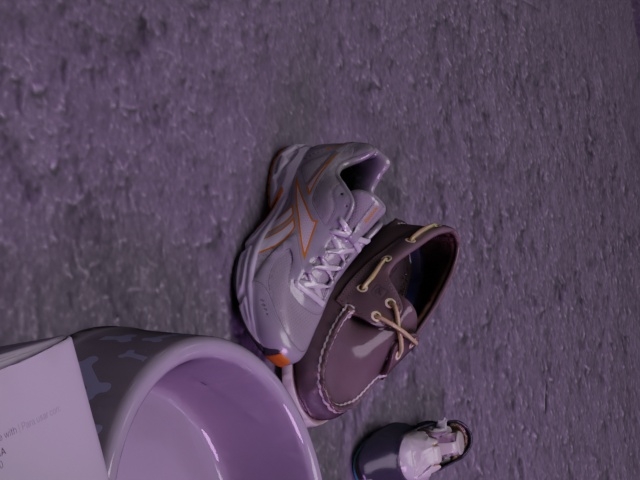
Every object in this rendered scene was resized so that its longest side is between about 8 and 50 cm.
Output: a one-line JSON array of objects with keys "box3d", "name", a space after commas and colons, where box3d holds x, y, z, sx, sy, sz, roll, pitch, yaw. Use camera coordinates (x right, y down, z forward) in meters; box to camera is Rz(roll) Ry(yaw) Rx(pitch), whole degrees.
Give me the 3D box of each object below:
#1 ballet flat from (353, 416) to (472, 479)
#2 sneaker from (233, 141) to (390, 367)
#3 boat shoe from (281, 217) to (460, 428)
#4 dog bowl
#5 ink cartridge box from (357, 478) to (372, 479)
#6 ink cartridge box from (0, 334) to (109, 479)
[{"box3d": [0.111, 0.230, 1.481, 0.203, 0.074, 0.074, -2, 82, -59], "name": "ballet flat"}, {"box3d": [0.000, 0.000, 1.318, 0.099, 0.121, 0.262, 47, 43, -41], "name": "sneaker"}, {"box3d": [0.059, 0.077, 1.415, 0.324, 0.096, 0.117, -52, 124, -53], "name": "boat shoe"}, {"box3d": [-0.112, 0.233, 1.074, 0.348, 0.102, 0.349, 28, 56, -54], "name": "dog bowl"}, {"box3d": [0.016, 0.298, 1.275, 0.090, 0.092, 0.143, 60, 36, -30], "name": "ink cartridge box"}, {"box3d": [-0.219, 0.211, 0.793, 0.117, 0.207, 0.283, -22, 100, -61], "name": "ink cartridge box"}]
